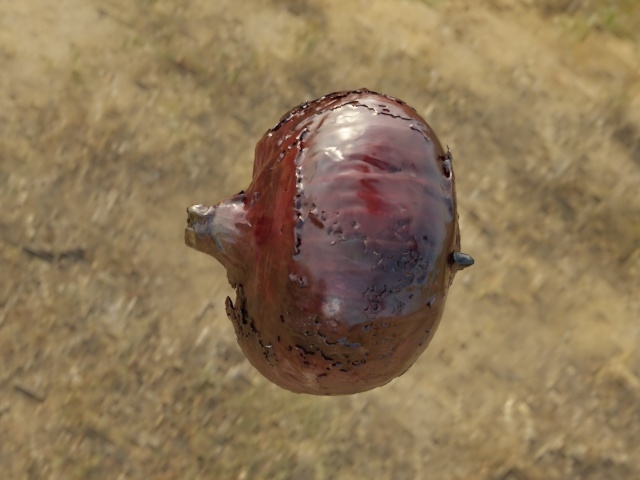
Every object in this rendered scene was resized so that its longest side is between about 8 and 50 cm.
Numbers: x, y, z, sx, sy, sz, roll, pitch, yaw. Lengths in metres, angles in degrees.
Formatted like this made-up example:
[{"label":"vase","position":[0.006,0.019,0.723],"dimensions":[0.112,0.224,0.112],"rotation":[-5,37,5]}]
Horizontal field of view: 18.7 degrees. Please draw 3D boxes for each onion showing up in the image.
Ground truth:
[{"label":"onion","position":[0.000,0.000,1.527],"dimensions":[0.219,0.252,0.252],"rotation":[13,51,-9]}]
